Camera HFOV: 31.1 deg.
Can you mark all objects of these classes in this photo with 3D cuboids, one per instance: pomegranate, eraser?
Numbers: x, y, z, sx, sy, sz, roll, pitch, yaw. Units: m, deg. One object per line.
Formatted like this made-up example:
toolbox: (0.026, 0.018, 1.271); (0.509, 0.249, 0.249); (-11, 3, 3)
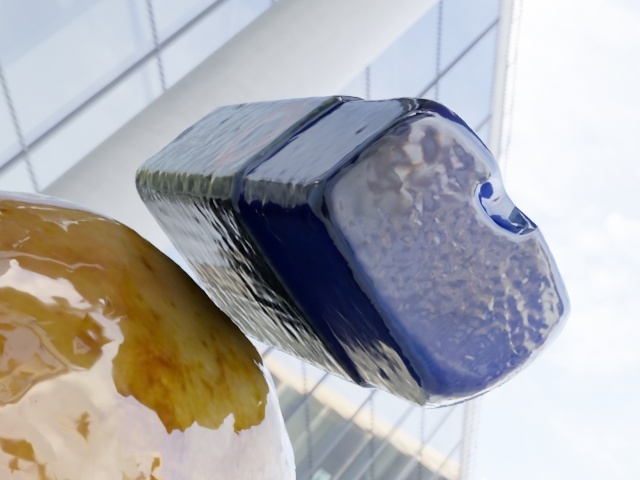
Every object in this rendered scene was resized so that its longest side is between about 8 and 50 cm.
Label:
pomegranate: (-0.215, 0.152, 0.679); (0.410, 0.410, 0.410); (29, -36, 23)
eraser: (0.000, 0.000, 0.664); (0.155, 0.101, 0.332); (57, -16, -17)
